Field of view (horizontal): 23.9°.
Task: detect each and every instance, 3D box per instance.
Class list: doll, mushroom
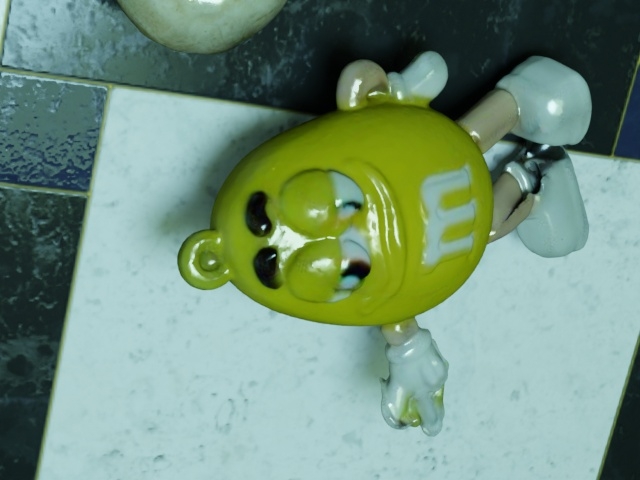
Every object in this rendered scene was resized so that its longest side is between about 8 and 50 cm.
[{"bbox_3d":[0.096,-0.020,1.444,0.423,0.161,0.348,-49,118,-18],"label":"doll"},{"bbox_3d":[-0.105,-0.243,1.303,0.166,0.127,0.166,1,86,-18],"label":"mushroom"}]
